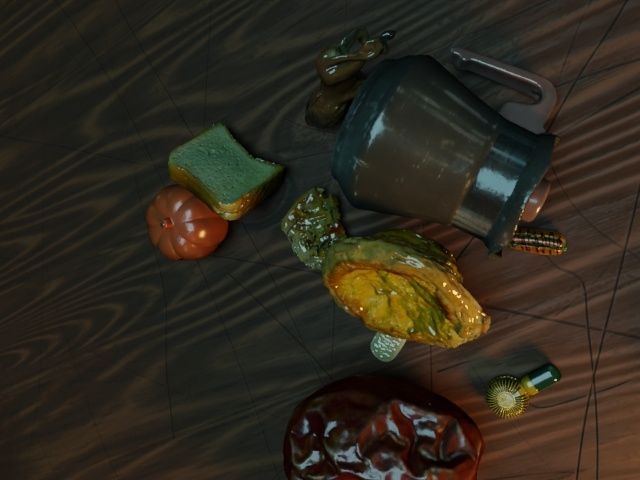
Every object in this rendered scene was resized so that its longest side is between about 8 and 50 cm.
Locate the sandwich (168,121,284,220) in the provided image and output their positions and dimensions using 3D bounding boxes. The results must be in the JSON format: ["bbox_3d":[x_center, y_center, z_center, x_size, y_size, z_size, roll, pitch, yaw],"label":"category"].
[{"bbox_3d":[-0.214,-0.156,1.321,0.215,0.186,0.065,40,146,18],"label":"sandwich"}]

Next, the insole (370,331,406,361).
[{"bbox_3d":[0.185,0.154,1.253,0.081,0.011,0.247,36,106,16],"label":"insole"}]

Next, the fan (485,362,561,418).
[{"bbox_3d":[0.396,0.289,1.158,0.155,0.039,0.082,-37,79,20],"label":"fan"}]

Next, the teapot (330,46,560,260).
[{"bbox_3d":[0.248,-0.175,1.085,0.362,0.305,0.376,28,76,10],"label":"teapot"}]

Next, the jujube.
[{"bbox_3d":[0.118,0.409,1.155,0.377,0.276,0.276,12,98,15],"label":"jujube"}]

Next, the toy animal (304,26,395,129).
[{"bbox_3d":[0.039,-0.312,1.160,0.158,0.312,0.097,-32,79,-9],"label":"toy animal"}]

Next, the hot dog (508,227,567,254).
[{"bbox_3d":[0.409,0.001,1.136,0.122,0.037,0.049,5,92,21],"label":"hot dog"}]

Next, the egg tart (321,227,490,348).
[{"bbox_3d":[0.161,0.083,1.138,0.341,0.341,0.129,20,57,21],"label":"egg tart"}]

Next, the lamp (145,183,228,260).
[{"bbox_3d":[-0.314,-0.043,1.370,0.188,0.164,0.187,2,97,22],"label":"lamp"}]

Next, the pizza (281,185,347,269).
[{"bbox_3d":[0.000,0.000,1.293,0.147,0.069,0.226,-27,83,20],"label":"pizza"}]
